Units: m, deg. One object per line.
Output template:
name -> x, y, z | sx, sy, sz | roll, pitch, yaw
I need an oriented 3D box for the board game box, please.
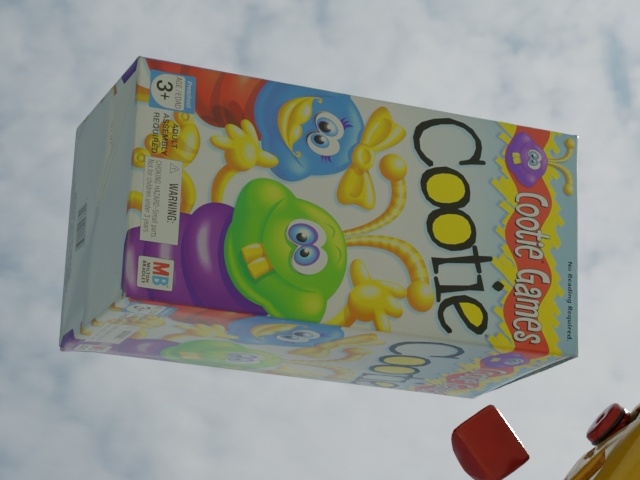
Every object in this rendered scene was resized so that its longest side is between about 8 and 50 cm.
board game box -> 0.000, 0.000, 1.102 | 0.275, 0.142, 0.144 | 8, -108, -21

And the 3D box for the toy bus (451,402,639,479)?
toy bus -> 0.181, 0.145, 0.977 | 0.191, 0.104, 0.202 | 2, -115, -23
